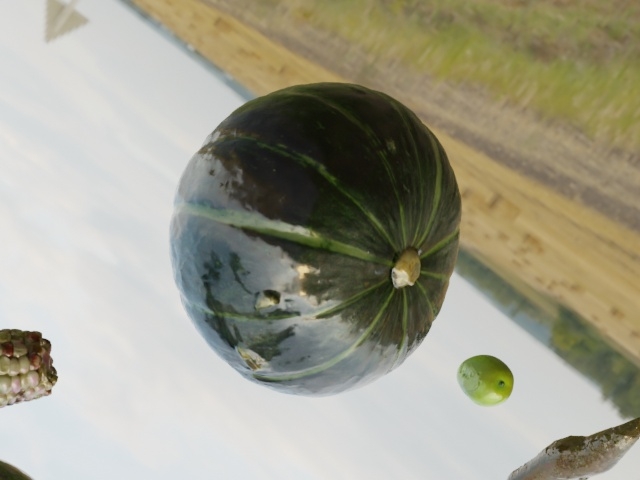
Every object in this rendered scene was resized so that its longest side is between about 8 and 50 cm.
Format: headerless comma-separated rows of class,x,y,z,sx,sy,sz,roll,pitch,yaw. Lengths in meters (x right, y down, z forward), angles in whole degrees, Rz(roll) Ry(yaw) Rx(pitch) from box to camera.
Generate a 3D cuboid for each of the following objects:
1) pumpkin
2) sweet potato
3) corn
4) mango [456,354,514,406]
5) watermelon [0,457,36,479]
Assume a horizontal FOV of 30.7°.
pumpkin,0.000,0.000,1.190,0.241,0.323,0.323,9,163,44
sweet potato,0.339,0.307,1.608,0.067,0.274,0.067,22,-131,-28
corn,-0.381,0.128,1.060,0.280,0.092,0.092,-7,-160,-17
mango,0.231,0.197,1.655,0.056,0.073,0.108,47,169,-29
watermelon,-0.393,0.360,1.210,0.285,0.285,0.285,37,-176,-3
